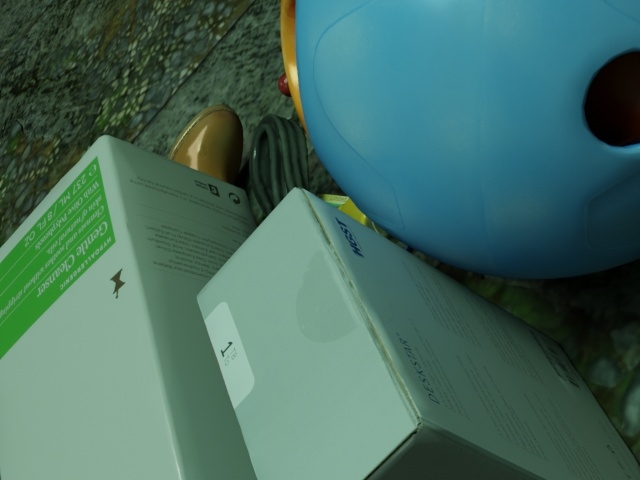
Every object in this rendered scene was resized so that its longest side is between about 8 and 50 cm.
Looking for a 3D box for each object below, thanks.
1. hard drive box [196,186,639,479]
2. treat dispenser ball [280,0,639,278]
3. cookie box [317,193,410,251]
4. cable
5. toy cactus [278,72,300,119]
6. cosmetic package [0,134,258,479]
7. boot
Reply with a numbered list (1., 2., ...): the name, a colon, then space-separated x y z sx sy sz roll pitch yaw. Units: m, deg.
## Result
1. hard drive box: 0.066 0.097 0.590 0.089 0.232 0.181 -47 37 17
2. treat dispenser ball: 0.121 -0.122 0.633 0.288 0.288 0.288 -30 45 35
3. cookie box: 0.017 0.021 0.868 0.091 0.040 0.107 9 72 53
4. cable: 0.000 0.000 0.842 0.287 0.072 0.140 -121 40 -65
5. toy cactus: 0.022 -0.203 0.918 0.219 0.180 0.112 -53 16 1
6. cosmetic package: -0.120 0.131 0.813 0.197 0.155 0.366 -43 47 26
7. boot: -0.084 -0.020 0.999 0.152 0.073 0.197 19 91 54
